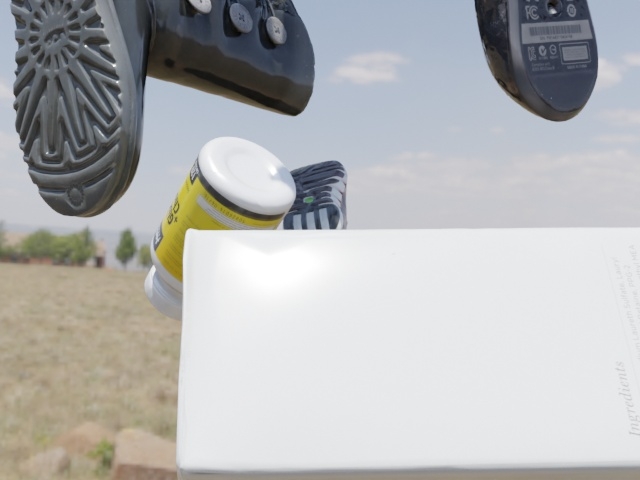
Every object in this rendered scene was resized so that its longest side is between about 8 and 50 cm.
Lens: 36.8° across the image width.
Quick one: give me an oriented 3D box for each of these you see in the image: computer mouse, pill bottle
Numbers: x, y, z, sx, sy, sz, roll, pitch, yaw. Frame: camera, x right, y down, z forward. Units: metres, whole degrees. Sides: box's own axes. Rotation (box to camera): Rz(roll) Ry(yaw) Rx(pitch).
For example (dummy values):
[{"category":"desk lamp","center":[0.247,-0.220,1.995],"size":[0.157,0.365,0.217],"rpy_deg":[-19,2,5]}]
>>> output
[{"category":"computer mouse","center":[0.209,-0.250,0.955],"size":[0.188,0.272,0.072],"rpy_deg":[-5,1,-33]},{"category":"pill bottle","center":[-0.108,-0.005,0.962],"size":[0.103,0.184,0.103],"rpy_deg":[23,34,-17]}]

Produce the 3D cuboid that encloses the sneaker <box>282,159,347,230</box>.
[{"category":"sneaker","center":[0.000,0.000,1.379],"size":[0.106,0.163,0.281],"rpy_deg":[-11,24,8]}]

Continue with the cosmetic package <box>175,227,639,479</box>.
[{"category":"cosmetic package","center":[0.110,0.109,0.586],"size":[0.385,0.156,0.217],"rpy_deg":[2,-35,-4]}]

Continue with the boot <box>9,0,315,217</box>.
[{"category":"boot","center":[-0.164,-0.202,1.179],"size":[0.146,0.367,0.445],"rpy_deg":[-10,-6,28]}]
